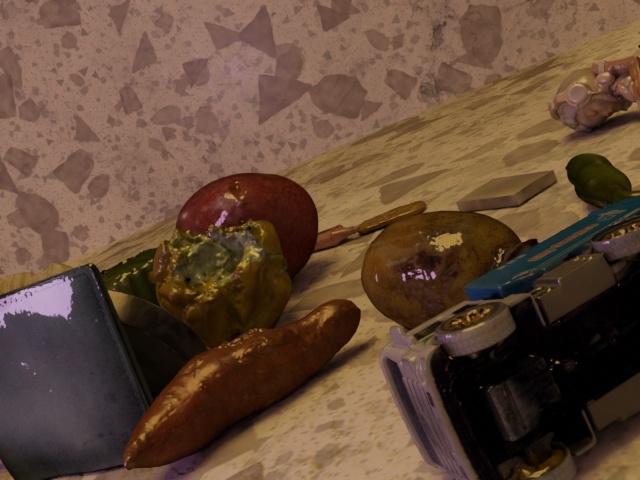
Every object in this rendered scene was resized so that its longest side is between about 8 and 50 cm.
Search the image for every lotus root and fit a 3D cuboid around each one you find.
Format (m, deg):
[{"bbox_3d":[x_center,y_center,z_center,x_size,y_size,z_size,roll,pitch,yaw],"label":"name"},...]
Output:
[{"bbox_3d":[0.160,0.034,0.996,0.154,0.154,0.278,-31,18,-32],"label":"lotus root"}]

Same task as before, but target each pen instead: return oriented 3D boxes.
[{"bbox_3d":[0.000,0.000,1.739,0.197,0.032,0.053,-18,13,36],"label":"pen"}]

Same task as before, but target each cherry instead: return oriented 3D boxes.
[{"bbox_3d":[-0.129,-0.017,1.549,0.261,0.221,0.307,-14,-9,-6],"label":"cherry"}]

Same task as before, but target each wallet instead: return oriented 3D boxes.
[{"bbox_3d":[-0.346,0.177,1.100,0.290,0.251,0.054,-19,9,31],"label":"wallet"}]

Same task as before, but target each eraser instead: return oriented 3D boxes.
[{"bbox_3d":[0.316,-0.083,1.492,0.103,0.023,0.150,-30,12,-28],"label":"eraser"}]

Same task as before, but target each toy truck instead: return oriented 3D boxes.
[{"bbox_3d":[0.225,0.065,0.718,0.367,0.146,0.175,-26,4,-21],"label":"toy truck"}]

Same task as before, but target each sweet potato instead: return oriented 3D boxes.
[{"bbox_3d":[-0.099,0.165,1.036,0.354,0.095,0.106,-30,8,-32],"label":"sweet potato"}]

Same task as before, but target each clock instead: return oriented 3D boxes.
[{"bbox_3d":[-0.252,0.148,1.154,0.215,0.215,0.042,-16,40,36],"label":"clock"}]

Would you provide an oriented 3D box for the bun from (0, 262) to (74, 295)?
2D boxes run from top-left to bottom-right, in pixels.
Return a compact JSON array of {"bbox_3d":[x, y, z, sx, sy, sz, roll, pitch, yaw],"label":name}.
[{"bbox_3d":[-0.509,0.204,1.392,0.365,0.219,0.365,-13,26,6],"label":"bun"}]

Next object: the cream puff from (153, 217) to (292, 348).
[{"bbox_3d":[-0.150,0.081,1.354,0.220,0.195,0.195,-10,15,14],"label":"cream puff"}]

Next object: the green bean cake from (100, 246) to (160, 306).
[{"bbox_3d":[-0.397,0.096,1.906,0.214,0.113,0.200,-32,13,-36],"label":"green bean cake"}]

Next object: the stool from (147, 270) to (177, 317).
[{"bbox_3d":[-0.267,0.090,1.681,0.134,0.135,0.110,19,-2,-15],"label":"stool"}]

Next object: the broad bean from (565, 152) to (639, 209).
[{"bbox_3d":[0.408,-0.075,1.200,0.098,0.056,0.318,-19,16,-7],"label":"broad bean"}]

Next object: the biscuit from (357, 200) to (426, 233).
[{"bbox_3d":[0.137,-0.045,1.700,0.147,0.018,0.071,-20,15,15],"label":"biscuit"}]

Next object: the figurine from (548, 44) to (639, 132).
[{"bbox_3d":[0.541,-0.269,1.661,0.162,0.141,0.236,3,-12,-40],"label":"figurine"}]
